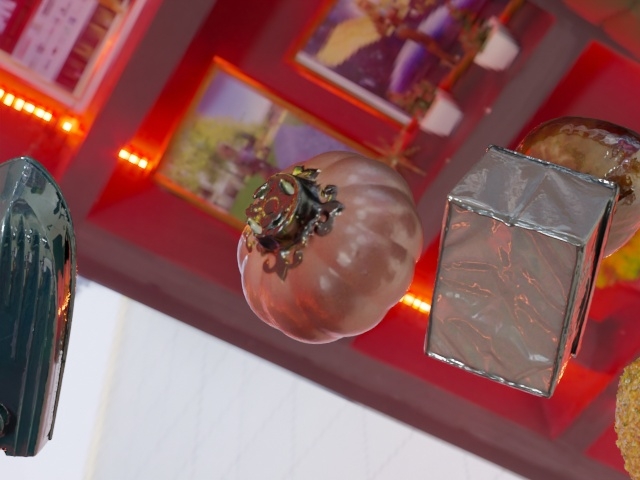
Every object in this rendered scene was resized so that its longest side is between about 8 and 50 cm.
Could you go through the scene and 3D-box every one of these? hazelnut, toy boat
[{"bbox_3d":[0.366,-0.070,1.643,0.251,0.217,0.217,-25,41,50],"label":"hazelnut"},{"bbox_3d":[-0.280,0.058,1.030,0.122,0.114,0.296,-88,10,-66],"label":"toy boat"}]

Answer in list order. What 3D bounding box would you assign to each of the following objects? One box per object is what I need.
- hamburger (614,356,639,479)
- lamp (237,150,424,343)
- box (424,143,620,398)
[{"bbox_3d":[0.492,0.263,1.480,0.276,0.179,0.294,-122,23,-47],"label":"hamburger"},{"bbox_3d":[0.000,0.000,1.706,0.305,0.240,0.305,-25,48,32],"label":"lamp"},{"bbox_3d":[0.249,0.042,1.443,0.153,0.188,0.252,-46,-30,-52],"label":"box"}]
